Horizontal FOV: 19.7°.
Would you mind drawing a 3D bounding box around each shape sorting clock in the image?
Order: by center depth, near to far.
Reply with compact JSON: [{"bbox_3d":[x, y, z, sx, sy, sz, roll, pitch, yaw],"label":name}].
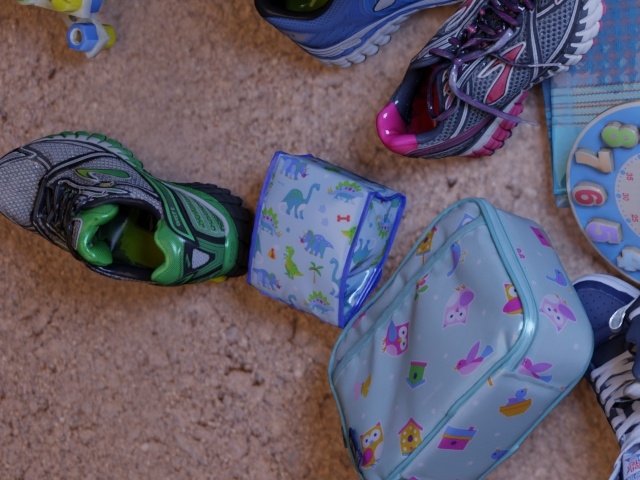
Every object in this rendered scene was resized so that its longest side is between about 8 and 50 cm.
[{"bbox_3d":[0.315,-0.034,1.654,0.206,0.040,0.206,17,129,22],"label":"shape sorting clock"}]

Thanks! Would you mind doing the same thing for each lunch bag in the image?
[{"bbox_3d":[0.121,0.108,1.767,0.279,0.108,0.224,-49,40,28],"label":"lunch bag"},{"bbox_3d":[0.000,0.000,1.884,0.129,0.096,0.151,24,100,30],"label":"lunch bag"}]

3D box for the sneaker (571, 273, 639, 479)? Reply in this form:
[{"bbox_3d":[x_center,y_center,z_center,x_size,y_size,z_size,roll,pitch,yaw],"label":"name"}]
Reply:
[{"bbox_3d":[0.287,0.158,1.670,0.099,0.153,0.282,-39,74,31],"label":"sneaker"}]

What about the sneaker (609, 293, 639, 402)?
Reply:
[{"bbox_3d":[0.336,0.129,1.579,0.153,0.094,0.235,-31,75,2],"label":"sneaker"}]

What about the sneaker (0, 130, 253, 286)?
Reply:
[{"bbox_3d":[-0.243,-0.037,2.016,0.343,0.146,0.134,15,105,33],"label":"sneaker"}]

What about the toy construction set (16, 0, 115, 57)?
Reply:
[{"bbox_3d":[-0.346,-0.360,2.053,0.327,0.151,0.215,26,111,18],"label":"toy construction set"}]

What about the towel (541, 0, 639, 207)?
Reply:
[{"bbox_3d":[0.359,-0.173,1.645,0.370,0.040,0.271,-3,95,35],"label":"towel"}]

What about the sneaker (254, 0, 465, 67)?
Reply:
[{"bbox_3d":[0.069,-0.280,1.751,0.330,0.147,0.130,-34,59,32],"label":"sneaker"}]

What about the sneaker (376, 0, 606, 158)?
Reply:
[{"bbox_3d":[0.158,-0.175,1.694,0.121,0.112,0.299,58,138,28],"label":"sneaker"}]
